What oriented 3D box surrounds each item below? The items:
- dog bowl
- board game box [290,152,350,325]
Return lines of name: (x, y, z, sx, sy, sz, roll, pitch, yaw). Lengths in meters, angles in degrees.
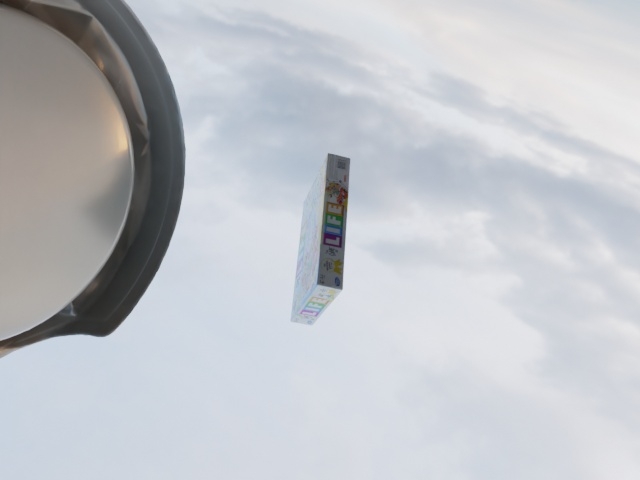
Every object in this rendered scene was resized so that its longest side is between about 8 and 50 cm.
dog bowl: (-0.264, -0.048, 0.412, 0.102, 0.349, 0.348, 16, -152, 29)
board game box: (0.000, 0.000, 0.581, 0.026, 0.103, 0.154, 12, -121, -12)
